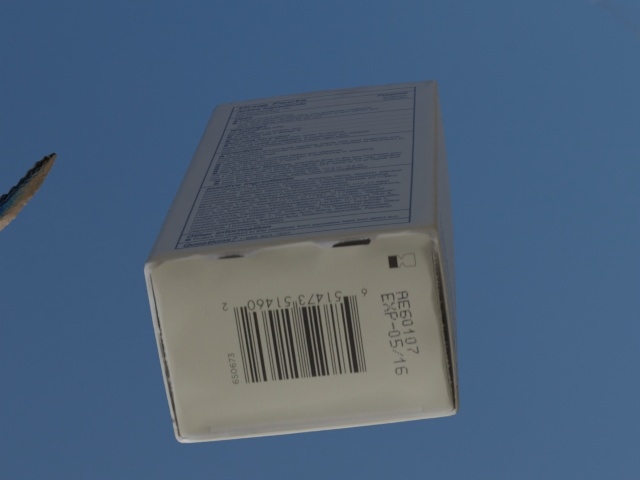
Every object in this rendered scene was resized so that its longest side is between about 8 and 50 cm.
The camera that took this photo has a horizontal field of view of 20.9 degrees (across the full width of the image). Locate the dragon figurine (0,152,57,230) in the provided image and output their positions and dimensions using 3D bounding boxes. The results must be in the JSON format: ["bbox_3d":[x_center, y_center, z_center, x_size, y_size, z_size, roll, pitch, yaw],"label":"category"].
[{"bbox_3d":[-0.300,0.009,1.102,0.144,0.289,0.085,48,-150,3],"label":"dragon figurine"}]

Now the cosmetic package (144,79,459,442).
[{"bbox_3d":[0.000,0.000,1.044,0.309,0.160,0.113,-76,-21,-71],"label":"cosmetic package"}]
